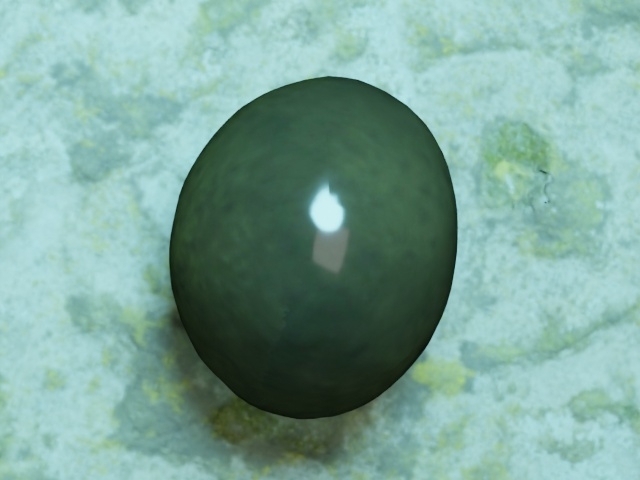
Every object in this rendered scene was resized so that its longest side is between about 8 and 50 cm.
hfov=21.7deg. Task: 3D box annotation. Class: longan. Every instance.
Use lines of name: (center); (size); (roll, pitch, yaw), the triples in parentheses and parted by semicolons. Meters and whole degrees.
longan: (0.000, 0.000, 1.215); (0.215, 0.246, 0.246); (36, 80, 4)
